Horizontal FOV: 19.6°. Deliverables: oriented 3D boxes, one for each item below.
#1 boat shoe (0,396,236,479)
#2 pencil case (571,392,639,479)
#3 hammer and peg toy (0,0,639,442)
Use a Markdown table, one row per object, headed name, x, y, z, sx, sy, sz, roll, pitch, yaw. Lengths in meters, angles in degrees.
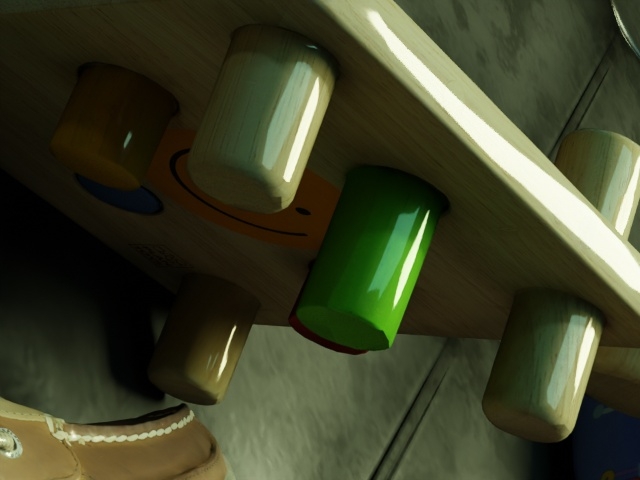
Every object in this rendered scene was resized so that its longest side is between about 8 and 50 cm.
| name | x | y | z | sx | sy | sz | roll | pitch | yaw |
| --- | --- | --- | --- | --- | --- | --- | --- | --- | --- |
| boat shoe | -0.136 | 0.082 | 0.584 | 0.324 | 0.123 | 0.116 | -10 | 79 | -63 |
| pencil case | 0.215 | 0.191 | 1.119 | 0.133 | 0.119 | 0.306 | 55 | 29 | -44 |
| hammer and peg toy | 0.000 | 0.000 | 0.755 | 0.361 | 0.266 | 0.127 | 40 | 62 | -43 |
